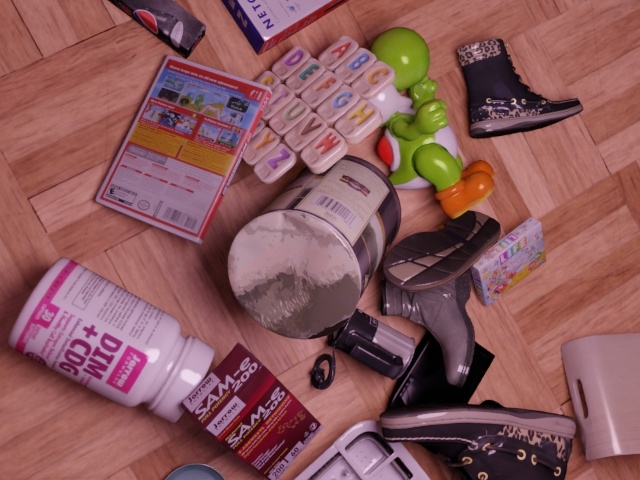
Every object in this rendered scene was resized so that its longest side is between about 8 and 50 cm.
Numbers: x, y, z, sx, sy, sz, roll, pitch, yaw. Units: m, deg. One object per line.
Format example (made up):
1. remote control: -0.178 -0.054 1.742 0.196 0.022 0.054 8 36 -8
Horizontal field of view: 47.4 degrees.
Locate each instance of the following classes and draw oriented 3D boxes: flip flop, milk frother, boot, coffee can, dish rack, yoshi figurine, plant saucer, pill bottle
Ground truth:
1. flip flop: 0.216 0.027 1.271 0.112 0.080 0.277 36 43 25
2. milk frother: 0.071 0.210 1.278 0.134 0.129 0.143 30 123 -9
3. boot: 0.179 0.136 1.276 0.161 0.083 0.247 8 54 -4
4. coffee can: 0.000 0.000 1.143 0.201 0.275 0.202 7 115 16
5. dish rack: 0.045 0.501 1.252 0.333 0.072 0.286 -39 96 -13
6. yoshi figurine: 0.181 -0.231 1.291 0.362 0.203 0.203 48 61 -4
7. plant saucer: -0.212 0.432 1.220 0.119 0.021 0.119 1 86 -13
8. boot: 0.377 -0.298 1.386 0.236 0.085 0.179 -12 86 -14
9. boot: 0.267 0.420 1.218 0.377 0.138 0.284 10 78 -26
10. pill bottle: -0.321 0.161 1.143 0.283 0.160 0.160 30 80 -10

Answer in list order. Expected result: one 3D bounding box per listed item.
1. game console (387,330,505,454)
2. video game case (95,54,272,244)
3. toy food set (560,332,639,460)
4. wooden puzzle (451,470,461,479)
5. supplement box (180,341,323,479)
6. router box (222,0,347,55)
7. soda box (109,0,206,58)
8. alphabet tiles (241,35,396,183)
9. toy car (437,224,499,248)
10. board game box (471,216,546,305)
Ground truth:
1. game console: 0.301 0.325 1.341 0.361 0.044 0.213 35 79 -9
2. video game case: -0.227 -0.157 1.215 0.204 0.025 0.285 21 80 17
3. toy food set: 0.625 0.289 1.364 0.306 0.092 0.220 -3 65 -4
4. wooden puzzle: 0.318 0.558 1.332 0.238 0.044 0.221 23 81 -6
5. supplement box: -0.102 0.281 1.163 0.130 0.073 0.239 -47 137 -12
6. router box: -0.076 -0.552 1.297 0.301 0.082 0.335 -36 94 -14
7. soda box: -0.281 -0.390 1.250 0.169 0.053 0.060 36 79 -8
8. alphabet tiles: -0.023 -0.223 1.204 0.278 0.284 0.021 -39 137 -1
9. toy car: 0.276 0.002 1.373 0.122 0.060 0.041 25 125 6
10. board game box: 0.350 0.040 1.354 0.154 0.026 0.103 -35 132 -13
